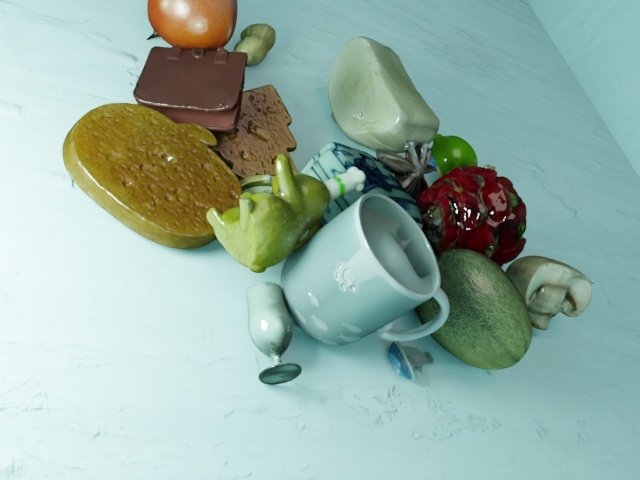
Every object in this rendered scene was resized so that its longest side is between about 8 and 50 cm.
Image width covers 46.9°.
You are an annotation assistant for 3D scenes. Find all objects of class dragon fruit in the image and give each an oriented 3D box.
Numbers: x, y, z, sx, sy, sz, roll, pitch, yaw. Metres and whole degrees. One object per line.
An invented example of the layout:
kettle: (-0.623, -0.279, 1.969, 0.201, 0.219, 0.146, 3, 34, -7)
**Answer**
dragon fruit: (0.404, -0.050, 2.001, 0.329, 0.329, 0.329, 23, 41, -22)

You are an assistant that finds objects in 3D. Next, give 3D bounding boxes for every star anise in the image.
star anise: (0.235, -0.193, 2.095, 0.111, 0.198, 0.258, 27, 23, 37)

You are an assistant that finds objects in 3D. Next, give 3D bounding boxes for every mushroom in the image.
mushroom: (0.634, 0.142, 2.136, 0.254, 0.195, 0.189, 16, 11, -20)

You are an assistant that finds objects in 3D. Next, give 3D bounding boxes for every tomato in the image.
tomato: (-0.344, -0.629, 1.997, 0.256, 0.224, 0.255, 16, 42, -15)

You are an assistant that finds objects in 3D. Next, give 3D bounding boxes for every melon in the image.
melon: (0.375, 0.170, 1.814, 0.329, 0.248, 0.248, 46, 38, 1)

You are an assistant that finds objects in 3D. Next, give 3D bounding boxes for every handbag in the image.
handbag: (-0.317, -0.382, 1.818, 0.260, 0.084, 0.275, 4, 45, -1)

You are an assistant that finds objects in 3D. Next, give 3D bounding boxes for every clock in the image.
clock: (-0.118, -0.054, 1.736, 0.237, 0.057, 0.237, 10, 51, -12)

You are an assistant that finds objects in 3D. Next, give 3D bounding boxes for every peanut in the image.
peanut: (-0.194, -0.578, 2.173, 0.098, 0.090, 0.214, 42, 35, -19)

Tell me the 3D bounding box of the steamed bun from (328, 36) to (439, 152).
steamed bun: (0.168, -0.404, 2.205, 0.247, 0.236, 0.383, 9, 48, -45)

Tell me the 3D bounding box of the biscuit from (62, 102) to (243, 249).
biscuit: (-0.354, -0.151, 1.626, 0.394, 0.070, 0.350, 42, 44, 2)

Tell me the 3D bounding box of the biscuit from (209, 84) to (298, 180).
biscuit: (-0.161, -0.270, 1.877, 0.278, 0.043, 0.301, 27, 61, -16)

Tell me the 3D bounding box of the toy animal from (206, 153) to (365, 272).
toy animal: (-0.074, -0.085, 1.601, 0.180, 0.181, 0.363, 53, 47, -7)

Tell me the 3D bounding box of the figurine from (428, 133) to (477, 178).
figurine: (0.423, -0.216, 2.321, 0.162, 0.143, 0.263, 7, 60, -29)

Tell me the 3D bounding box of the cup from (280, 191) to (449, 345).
cup: (0.108, 0.106, 1.615, 0.357, 0.274, 0.259, 41, 33, -21)

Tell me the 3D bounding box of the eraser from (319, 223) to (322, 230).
eraser: (0.000, 0.000, 1.800, 0.105, 0.065, 0.026, 44, 39, 5)

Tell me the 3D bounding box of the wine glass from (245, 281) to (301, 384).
wine glass: (-0.101, 0.186, 1.513, 0.093, 0.093, 0.202, 12, 46, -32)

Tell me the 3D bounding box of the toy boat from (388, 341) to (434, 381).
toy boat: (0.214, 0.271, 1.744, 0.105, 0.034, 0.149, 51, 39, 9)

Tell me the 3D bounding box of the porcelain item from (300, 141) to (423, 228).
porcelain item: (0.105, -0.103, 1.863, 0.281, 0.157, 0.285, 12, 38, -52)
